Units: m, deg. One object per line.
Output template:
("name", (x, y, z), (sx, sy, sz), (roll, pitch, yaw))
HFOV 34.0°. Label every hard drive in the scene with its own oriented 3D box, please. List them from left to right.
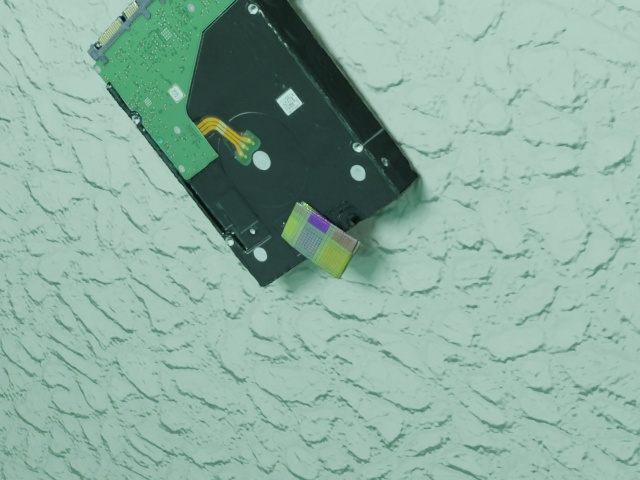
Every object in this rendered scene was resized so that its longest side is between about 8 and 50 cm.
("hard drive", (-0.082, -0.139, 1.144), (0.237, 0.064, 0.339), (-35, 96, 38))

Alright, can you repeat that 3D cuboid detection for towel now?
("towel", (0.000, 0.000, 1.127), (0.083, 0.009, 0.060), (34, 129, 9))
